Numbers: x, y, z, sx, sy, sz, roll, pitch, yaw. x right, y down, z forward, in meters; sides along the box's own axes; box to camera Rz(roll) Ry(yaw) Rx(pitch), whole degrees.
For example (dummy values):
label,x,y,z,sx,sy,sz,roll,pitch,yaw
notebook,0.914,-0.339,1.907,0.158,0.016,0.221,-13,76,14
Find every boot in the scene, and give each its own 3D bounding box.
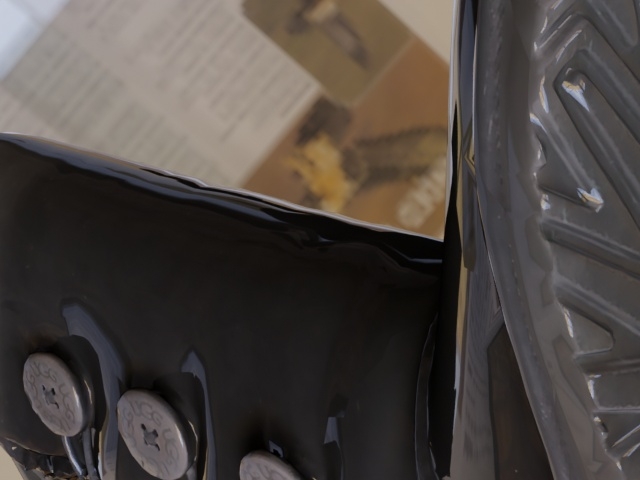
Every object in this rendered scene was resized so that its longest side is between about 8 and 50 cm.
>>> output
label,x,y,z,sx,sy,sz,roll,pitch,yaw
boot,0.000,0.002,0.724,0.146,0.367,0.445,-18,-162,-31
